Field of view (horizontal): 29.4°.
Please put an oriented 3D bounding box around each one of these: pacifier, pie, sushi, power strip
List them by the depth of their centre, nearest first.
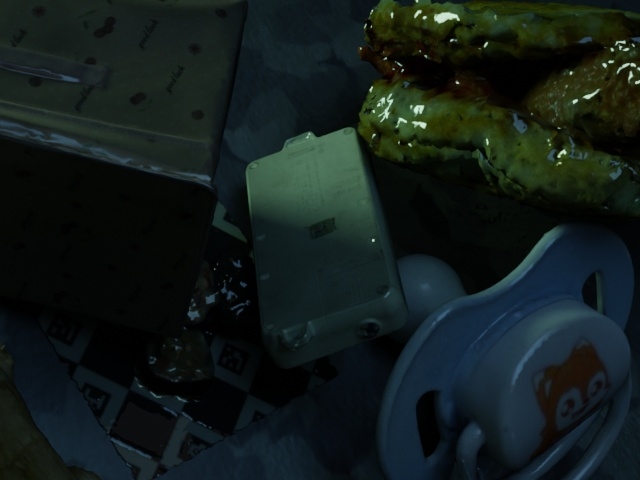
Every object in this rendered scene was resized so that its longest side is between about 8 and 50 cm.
[{"bbox_3d":[-0.118,0.055,1.035,0.219,0.047,0.231,-25,74,-36],"label":"sushi"},{"bbox_3d":[0.000,0.000,1.047,0.118,0.046,0.270,-19,39,7],"label":"power strip"},{"bbox_3d":[0.136,0.095,1.072,0.299,0.244,0.233,-30,45,-24],"label":"pacifier"},{"bbox_3d":[0.243,-0.122,1.150,0.395,0.180,0.418,16,10,35],"label":"pie"}]

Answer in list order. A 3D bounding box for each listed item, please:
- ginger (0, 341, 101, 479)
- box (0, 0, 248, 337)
[{"bbox_3d":[-0.236,0.207,0.808,0.375,0.166,0.236,41,42,10],"label":"ginger"},{"bbox_3d":[-0.221,-0.079,0.926,0.297,0.225,0.190,13,54,-6],"label":"box"}]
